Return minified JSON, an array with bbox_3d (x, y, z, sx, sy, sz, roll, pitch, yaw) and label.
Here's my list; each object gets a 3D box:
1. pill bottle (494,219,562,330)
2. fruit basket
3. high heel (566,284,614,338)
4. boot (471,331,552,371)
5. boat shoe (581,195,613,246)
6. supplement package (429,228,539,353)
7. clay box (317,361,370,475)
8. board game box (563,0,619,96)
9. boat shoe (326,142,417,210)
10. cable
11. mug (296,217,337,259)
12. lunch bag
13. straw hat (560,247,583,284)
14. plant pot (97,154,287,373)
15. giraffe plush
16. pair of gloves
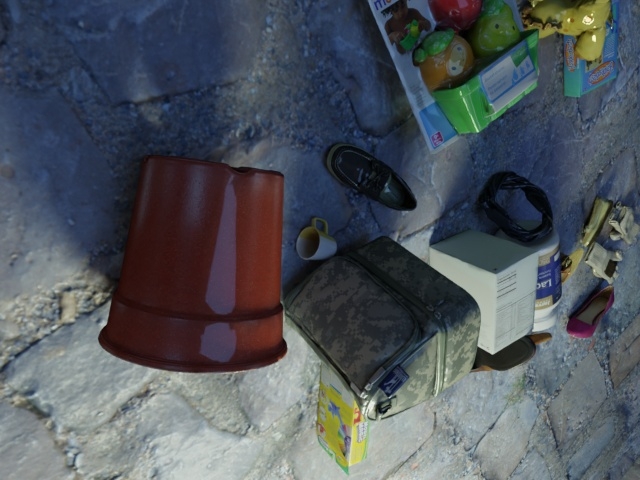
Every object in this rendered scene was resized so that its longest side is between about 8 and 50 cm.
[{"bbox_3d":[0.533,0.093,1.325,0.153,0.153,0.265,-31,122,-22],"label":"pill bottle"},{"bbox_3d":[0.265,-0.390,0.956,0.327,0.165,0.353,-37,121,-18],"label":"fruit basket"},{"bbox_3d":[0.860,0.224,1.638,0.244,0.082,0.117,-15,125,-35],"label":"high heel"},{"bbox_3d":[0.507,0.280,1.330,0.280,0.096,0.264,-2,153,-33],"label":"boot"},{"bbox_3d":[0.813,-0.055,1.541,0.056,0.048,0.153,0,114,-48],"label":"boat shoe"},{"bbox_3d":[0.370,0.108,1.190,0.149,0.194,0.203,-21,118,-28],"label":"supplement package"},{"bbox_3d":[0.049,0.370,1.105,0.053,0.127,0.222,-9,113,-31],"label":"clay box"},{"bbox_3d":[0.665,-0.481,1.272,0.160,0.047,0.210,-28,120,-24],"label":"board game box"},{"bbox_3d":[0.109,-0.119,1.001,0.223,0.073,0.080,28,90,-39],"label":"boat shoe"},{"bbox_3d":[0.476,-0.080,1.239,0.184,0.047,0.150,35,67,5],"label":"cable"},{"bbox_3d":[0.001,0.003,0.982,0.064,0.062,0.078,16,104,-46],"label":"mug"},{"bbox_3d":[0.104,0.162,0.952,0.256,0.305,0.213,-25,132,-24],"label":"lunch bag"},{"bbox_3d":[0.675,0.066,1.472,0.144,0.061,0.144,-25,137,-26],"label":"straw hat"},{"bbox_3d":[-0.167,0.019,0.757,0.272,0.272,0.265,3,97,-36],"label":"plant pot"},{"bbox_3d":[0.519,-0.479,1.109,0.210,0.170,0.181,-48,140,-59],"label":"giraffe plush"},{"bbox_3d":[0.942,0.008,1.650,0.204,0.042,0.240,35,85,-38],"label":"pair of gloves"}]
